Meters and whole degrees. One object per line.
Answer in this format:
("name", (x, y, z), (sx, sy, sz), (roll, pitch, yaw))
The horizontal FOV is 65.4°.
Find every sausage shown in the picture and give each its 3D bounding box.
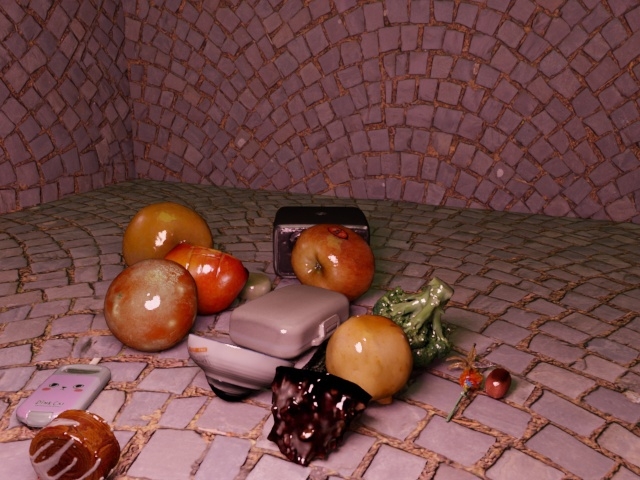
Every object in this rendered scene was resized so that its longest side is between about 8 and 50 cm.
("sausage", (0.458, 0.369, 1.287), (0.059, 0.054, 0.094), (12, 20, 31))

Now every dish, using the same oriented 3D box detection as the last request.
("dish", (-0.211, 0.329, 1.233), (0.273, 0.133, 0.273), (15, -13, 4))

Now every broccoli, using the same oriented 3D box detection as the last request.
("broccoli", (0.268, 0.218, 1.408), (0.270, 0.270, 0.270), (27, 23, -12))

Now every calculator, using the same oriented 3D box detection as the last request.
("calculator", (-0.610, 0.366, 1.201), (0.141, 0.045, 0.246), (3, 17, 3))

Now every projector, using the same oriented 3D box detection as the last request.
("projector", (0.000, 0.000, 2.118), (0.395, 0.242, 0.405), (-1, 16, -2))

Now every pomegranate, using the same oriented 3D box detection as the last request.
("pomegranate", (0.122, 0.286, 1.230), (0.233, 0.233, 0.233), (2, 17, -1))

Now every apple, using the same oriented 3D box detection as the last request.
("apple", (0.033, 0.079, 1.765), (0.250, 0.277, 0.309), (13, 3, -40))

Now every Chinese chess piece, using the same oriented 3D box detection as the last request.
("Chinese chess piece", (-0.253, 0.169, 1.851), (0.144, 0.058, 0.144), (1, 19, 0))

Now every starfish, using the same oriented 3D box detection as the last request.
("starfish", (0.424, 0.339, 1.399), (0.133, 0.041, 0.130), (15, 29, 18))

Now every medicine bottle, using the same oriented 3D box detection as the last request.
("medicine bottle", (-0.085, 0.234, 1.526), (0.282, 0.122, 0.375), (12, 15, 29))

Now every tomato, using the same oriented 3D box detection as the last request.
("tomato", (-0.490, 0.178, 1.422), (0.270, 0.270, 0.223), (13, -7, 32))

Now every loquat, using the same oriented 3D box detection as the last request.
("loquat", (-0.576, 0.009, 1.871), (0.329, 0.328, 0.359), (-7, 25, -27))

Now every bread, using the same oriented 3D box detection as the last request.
("bread", (-0.459, 0.400, 0.933), (0.161, 0.160, 0.073), (4, 22, 7))

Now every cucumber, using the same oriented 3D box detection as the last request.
("cucumber", (-0.009, 0.337, 1.332), (0.067, 0.067, 0.245), (9, 17, 22))

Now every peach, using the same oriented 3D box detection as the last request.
("peach", (-0.375, 0.128, 1.650), (0.275, 0.245, 0.248), (5, 10, 12))

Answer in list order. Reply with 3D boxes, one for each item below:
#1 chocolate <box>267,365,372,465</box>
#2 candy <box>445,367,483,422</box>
("chocolate", (-0.020, 0.395, 1.081), (0.224, 0.206, 0.177), (2, 59, 32))
("candy", (0.352, 0.387, 1.245), (0.061, 0.060, 0.201), (13, 29, 31))
